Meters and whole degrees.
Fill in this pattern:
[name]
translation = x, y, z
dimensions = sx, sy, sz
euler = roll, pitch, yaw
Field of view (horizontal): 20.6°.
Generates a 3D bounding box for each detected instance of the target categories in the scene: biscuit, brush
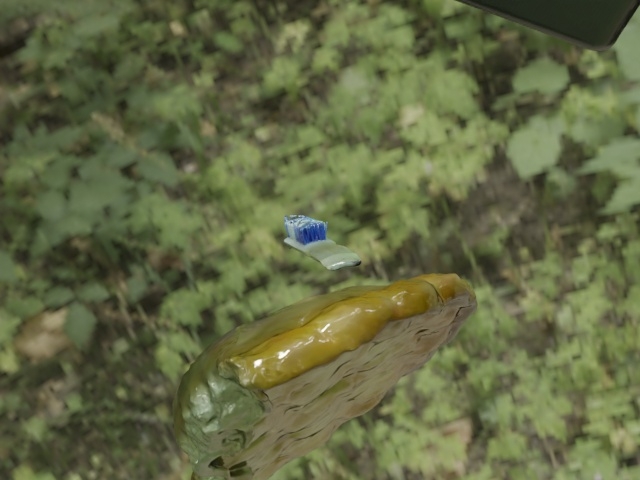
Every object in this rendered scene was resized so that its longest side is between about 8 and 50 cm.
[biscuit]
translation = -0.027, 0.131, 1.473
dimensions = 0.335, 0.329, 0.078
euler = -44, 70, 31
[brush]
translation = 0.000, 0.001, 1.580
dimensions = 0.033, 0.030, 0.178
euler = -6, 9, -13

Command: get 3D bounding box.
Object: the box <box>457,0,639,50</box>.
[box]
translation = 0.121, -0.212, 1.170
dimensions = 0.201, 0.090, 0.144
euler = 16, 31, -22
